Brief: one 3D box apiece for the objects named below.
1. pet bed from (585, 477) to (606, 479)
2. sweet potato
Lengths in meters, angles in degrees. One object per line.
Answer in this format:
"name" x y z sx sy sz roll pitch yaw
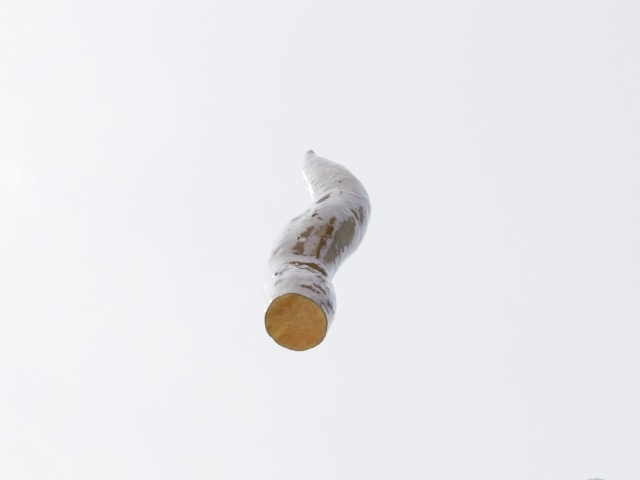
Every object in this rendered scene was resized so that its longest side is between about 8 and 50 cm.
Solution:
"pet bed" 0.291 0.319 1.408 0.211 0.183 0.159 38 -113 -8
"sweet potato" 0.000 0.000 1.190 0.067 0.281 0.059 -12 -68 17
